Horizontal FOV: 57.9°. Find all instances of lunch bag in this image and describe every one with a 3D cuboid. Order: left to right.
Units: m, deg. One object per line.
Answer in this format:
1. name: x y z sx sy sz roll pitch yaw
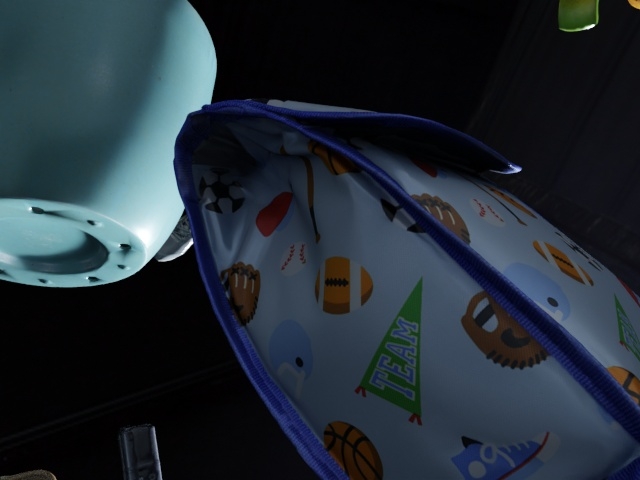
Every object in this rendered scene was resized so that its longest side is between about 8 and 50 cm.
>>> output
1. lunch bag: 0.091 0.031 0.506 0.385 0.239 0.328 48 -157 23

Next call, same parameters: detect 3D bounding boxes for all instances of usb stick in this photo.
1. usb stick: -0.330 0.487 1.087 0.077 0.045 0.278 5 -115 -47

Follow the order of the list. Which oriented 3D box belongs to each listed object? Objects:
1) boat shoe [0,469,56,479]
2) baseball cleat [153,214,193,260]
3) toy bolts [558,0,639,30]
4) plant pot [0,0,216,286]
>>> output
1. boat shoe: -0.732 0.559 1.189 0.341 0.110 0.122 5 -114 -40
2. baseball cleat: -0.274 -0.042 1.220 0.072 0.109 0.206 38 -126 9
3. toy bolts: 0.498 -0.501 0.970 0.218 0.158 0.228 2 -124 34
4. plant pot: -0.254 -0.094 0.564 0.293 0.293 0.235 8 -118 -21
